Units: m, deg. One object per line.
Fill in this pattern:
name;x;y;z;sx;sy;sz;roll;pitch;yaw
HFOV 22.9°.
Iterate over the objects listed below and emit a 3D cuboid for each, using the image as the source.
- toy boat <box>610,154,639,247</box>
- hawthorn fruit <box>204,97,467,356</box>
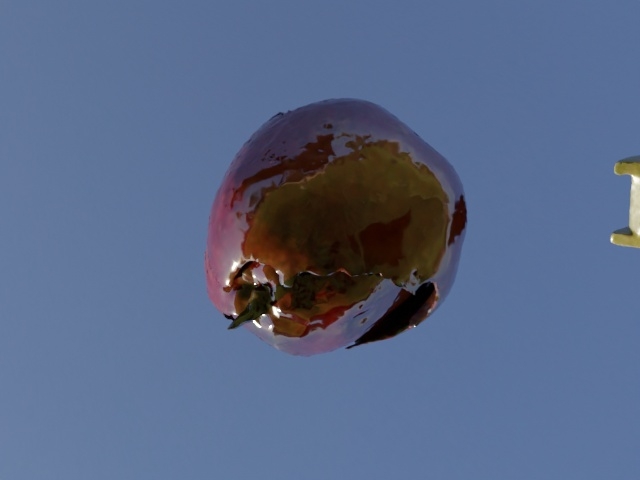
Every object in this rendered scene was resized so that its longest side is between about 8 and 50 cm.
toy boat;0.431;0.006;1.169;0.162;0.446;0.135;-34;-51;-47
hawthorn fruit;0.000;0.000;0.890;0.172;0.148;0.148;-40;-64;-47
